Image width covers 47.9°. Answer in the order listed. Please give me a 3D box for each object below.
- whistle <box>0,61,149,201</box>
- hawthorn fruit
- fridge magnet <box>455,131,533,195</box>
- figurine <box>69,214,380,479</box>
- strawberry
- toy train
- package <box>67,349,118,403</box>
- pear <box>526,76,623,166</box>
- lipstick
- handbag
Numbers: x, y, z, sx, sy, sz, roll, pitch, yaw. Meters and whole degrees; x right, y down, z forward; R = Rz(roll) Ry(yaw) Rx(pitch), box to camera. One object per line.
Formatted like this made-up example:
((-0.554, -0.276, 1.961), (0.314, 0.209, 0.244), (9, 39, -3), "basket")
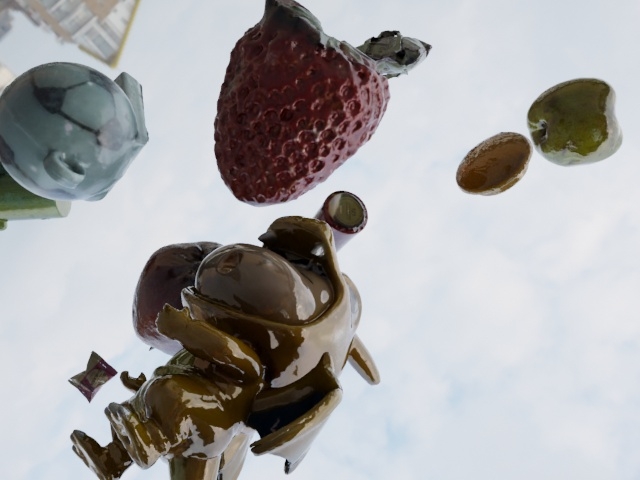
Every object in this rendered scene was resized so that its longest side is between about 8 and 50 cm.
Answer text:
((-0.283, -0.135, 0.813), (0.163, 0.163, 0.289), (-36, -145, 8), "whistle")
((-0.220, 0.110, 1.196), (0.251, 0.189, 0.189), (-49, -159, 39), "hawthorn fruit")
((0.299, -0.129, 1.239), (0.143, 0.063, 0.143), (-28, -146, 21), "fridge magnet")
((-0.105, 0.181, 0.923), (0.387, 0.268, 0.401), (-39, 163, -41), "figurine")
((-0.044, -0.231, 1.265), (0.310, 0.292, 0.291), (-57, -156, 25), "strawberry")
((-0.606, -0.118, 1.372), (0.307, 0.189, 0.126), (-4, -163, 2), "toy train")
((-0.392, 0.234, 1.233), (0.083, 0.059, 0.029), (-48, 177, 16), "package")
((0.551, -0.251, 1.559), (0.200, 0.200, 0.200), (-28, -147, 21), "pear")
((0.000, 0.000, 1.219), (0.080, 0.080, 0.241), (-63, -172, -32), "lipstick")
((0.177, -0.486, 1.886), (0.213, 0.127, 0.235), (-4, -169, 16), "handbag")
